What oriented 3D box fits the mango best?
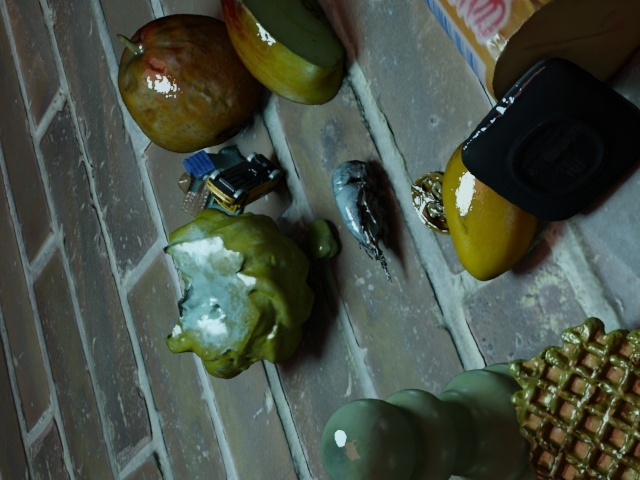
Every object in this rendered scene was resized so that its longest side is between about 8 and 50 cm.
[{"bbox_3d":[0.243,-0.047,1.560,0.145,0.112,0.219,11,108,33],"label":"mango"}]

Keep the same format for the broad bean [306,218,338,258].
[{"bbox_3d":[0.000,0.000,1.951,0.063,0.045,0.083,-60,38,33],"label":"broad bean"}]

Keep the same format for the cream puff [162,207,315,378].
[{"bbox_3d":[-0.126,0.079,1.990,0.274,0.270,0.323,18,117,21],"label":"cream puff"}]

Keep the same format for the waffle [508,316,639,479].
[{"bbox_3d":[0.357,0.222,1.404,0.238,0.059,0.243,-24,74,35],"label":"waffle"}]

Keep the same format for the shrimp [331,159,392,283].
[{"bbox_3d":[0.078,-0.030,1.821,0.090,0.079,0.232,83,168,-68],"label":"shrimp"}]

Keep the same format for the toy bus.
[{"bbox_3d":[-0.145,-0.103,2.043,0.069,0.162,0.074,39,130,16],"label":"toy bus"}]

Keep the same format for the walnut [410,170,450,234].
[{"bbox_3d":[0.195,-0.059,1.673,0.121,0.052,0.091,37,126,40],"label":"walnut"}]

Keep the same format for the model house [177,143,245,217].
[{"bbox_3d":[-0.232,-0.111,2.181,0.119,0.149,0.148,52,127,42],"label":"model house"}]

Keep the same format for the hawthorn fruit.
[{"bbox_3d":[-0.275,-0.313,2.109,0.277,0.298,0.277,-25,51,36],"label":"hawthorn fruit"}]

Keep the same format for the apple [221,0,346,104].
[{"bbox_3d":[-0.081,-0.393,1.974,0.254,0.179,0.346,79,168,-59],"label":"apple"}]

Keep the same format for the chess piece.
[{"bbox_3d":[0.150,0.266,1.499,0.182,0.330,0.182,2,93,55],"label":"chess piece"}]

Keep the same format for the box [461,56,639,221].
[{"bbox_3d":[0.300,-0.122,1.414,0.212,0.201,0.042,-47,26,35],"label":"box"}]

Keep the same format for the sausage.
[{"bbox_3d":[0.257,-0.338,1.442,0.233,0.233,0.287,-56,46,37],"label":"sausage"}]
